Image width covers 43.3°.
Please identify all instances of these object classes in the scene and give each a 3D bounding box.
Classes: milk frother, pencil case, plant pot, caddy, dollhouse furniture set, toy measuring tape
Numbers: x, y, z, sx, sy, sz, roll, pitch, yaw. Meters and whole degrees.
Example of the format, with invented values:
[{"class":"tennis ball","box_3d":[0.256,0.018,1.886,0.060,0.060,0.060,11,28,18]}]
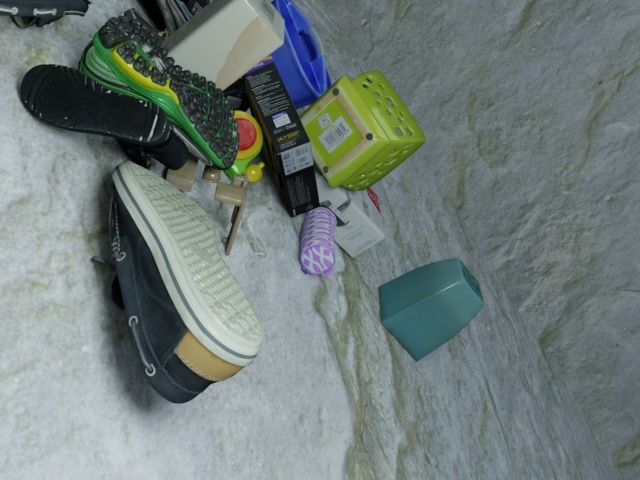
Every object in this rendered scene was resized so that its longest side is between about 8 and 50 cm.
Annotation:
[{"class":"milk frother","box_3d":[-0.211,-0.393,1.898,0.129,0.143,0.135,25,39,-44]},{"class":"pencil case","box_3d":[0.000,0.000,1.880,0.088,0.086,0.206,43,23,-21]},{"class":"plant pot","box_3d":[0.079,-0.261,1.946,0.227,0.228,0.207,57,30,10]},{"class":"caddy","box_3d":[-0.076,-0.540,2.330,0.341,0.179,0.241,69,21,3]},{"class":"dollhouse furniture set","box_3d":[-0.227,-0.077,1.551,0.151,0.123,0.144,14,33,-11]},{"class":"plant pot","box_3d":[0.297,0.163,2.115,0.165,0.234,0.166,48,22,-24]},{"class":"toy measuring tape","box_3d":[-0.217,-0.271,1.726,0.330,0.121,0.121,55,20,-6]}]

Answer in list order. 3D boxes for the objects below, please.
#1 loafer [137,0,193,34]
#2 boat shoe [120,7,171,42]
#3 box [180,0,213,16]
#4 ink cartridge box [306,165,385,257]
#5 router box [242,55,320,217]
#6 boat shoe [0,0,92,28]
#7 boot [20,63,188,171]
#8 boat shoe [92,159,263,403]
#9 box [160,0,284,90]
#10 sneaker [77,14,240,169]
[{"class":"loafer","box_3d":[-0.385,-0.555,1.823,0.084,0.096,0.267,-44,103,-29]},{"class":"boat shoe","box_3d":[-0.336,-0.415,1.745,0.228,0.068,0.081,50,21,-19]},{"class":"box","box_3d":[-0.270,-0.557,1.968,0.077,0.147,0.180,17,-16,39]},{"class":"ink cartridge box","box_3d":[0.038,-0.118,2.110,0.273,0.114,0.197,45,24,-32]},{"class":"router box","box_3d":[-0.089,-0.228,1.839,0.309,0.081,0.243,81,-13,-65]},{"class":"boat shoe","box_3d":[-0.490,-0.399,1.335,0.114,0.091,0.302,16,10,20]},{"class":"boot","box_3d":[-0.348,-0.190,1.331,0.246,0.094,0.207,17,-10,1]},{"class":"boat shoe","box_3d":[-0.234,0.039,1.183,0.187,0.156,0.500,32,16,-40]},{"class":"box","box_3d":[-0.226,-0.355,1.553,0.121,0.311,0.148,46,23,-27]},{"class":"sneaker","box_3d":[-0.285,-0.251,1.474,0.343,0.146,0.134,43,41,-25]}]
